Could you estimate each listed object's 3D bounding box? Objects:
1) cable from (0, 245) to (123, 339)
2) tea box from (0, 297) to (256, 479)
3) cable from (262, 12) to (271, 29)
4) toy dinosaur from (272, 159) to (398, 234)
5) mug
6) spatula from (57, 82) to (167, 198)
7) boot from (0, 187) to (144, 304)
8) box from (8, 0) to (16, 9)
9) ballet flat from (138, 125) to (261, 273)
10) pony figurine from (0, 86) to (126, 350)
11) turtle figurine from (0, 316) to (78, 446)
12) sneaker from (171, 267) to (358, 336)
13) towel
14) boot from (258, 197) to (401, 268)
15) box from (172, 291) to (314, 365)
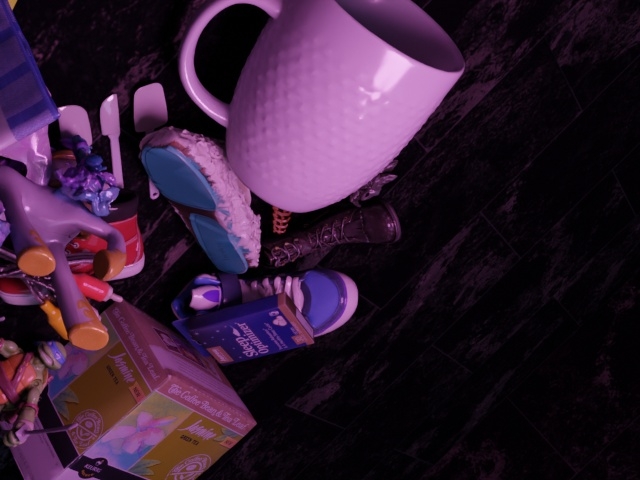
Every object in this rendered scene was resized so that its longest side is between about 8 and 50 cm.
[{"bbox_3d":[-0.419,0.054,1.383,0.139,0.072,0.287,-51,136,2],"label":"cable"},{"bbox_3d":[-0.359,0.333,1.747,0.323,0.220,0.329,-43,145,2],"label":"tea box"},{"bbox_3d":[-0.022,-0.356,1.471,0.151,0.047,0.184,-2,130,-42],"label":"cable"},{"bbox_3d":[-0.002,-0.161,1.656,0.219,0.164,0.322,15,137,-33],"label":"toy dinosaur"},{"bbox_3d":[-0.030,-0.234,1.382,0.374,0.276,0.328,26,121,-21],"label":"mug"},{"bbox_3d":[-0.319,-0.133,1.458,0.168,0.019,0.242,-23,141,-25],"label":"spatula"},{"bbox_3d":[-0.402,-0.002,1.463,0.244,0.088,0.176,-19,136,-25],"label":"boot"},{"bbox_3d":[-0.396,-0.364,1.117,0.109,0.042,0.178,9,123,-48],"label":"box"},{"bbox_3d":[-0.188,-0.091,1.550,0.147,0.147,0.409,-35,150,-9],"label":"ballet flat"},{"bbox_3d":[-0.414,-0.058,1.216,0.351,0.363,0.303,27,117,-34],"label":"pony figurine"},{"bbox_3d":[-0.552,0.245,1.500,0.266,0.274,0.197,-34,110,-3],"label":"turtle figurine"},{"bbox_3d":[-0.121,0.117,1.702,0.323,0.130,0.236,-8,171,38],"label":"sneaker"},{"bbox_3d":[-0.470,-0.162,1.087,0.285,0.209,0.034,-27,161,-3],"label":"towel"},{"bbox_3d":[0.000,0.000,1.730,0.229,0.263,0.091,-24,104,-31],"label":"boot"},{"bbox_3d":[-0.140,0.166,1.666,0.225,0.036,0.136,-15,140,16],"label":"box"}]
